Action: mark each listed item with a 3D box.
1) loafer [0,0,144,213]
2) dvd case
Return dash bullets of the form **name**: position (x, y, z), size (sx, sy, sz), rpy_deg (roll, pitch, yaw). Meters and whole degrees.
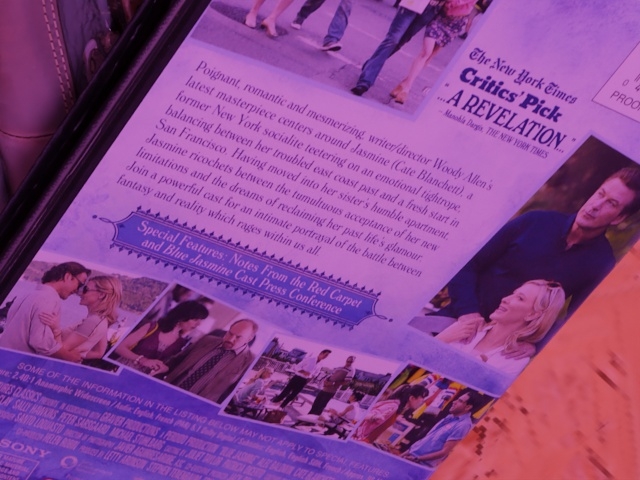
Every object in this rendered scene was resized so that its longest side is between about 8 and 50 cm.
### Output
- **loafer**: position (-0.069, -0.049, 0.600), size (0.084, 0.096, 0.268), rpy_deg (-4, 124, -7)
- **dvd case**: position (0.000, 0.000, 0.581), size (0.180, 0.022, 0.253), rpy_deg (20, 122, -32)
